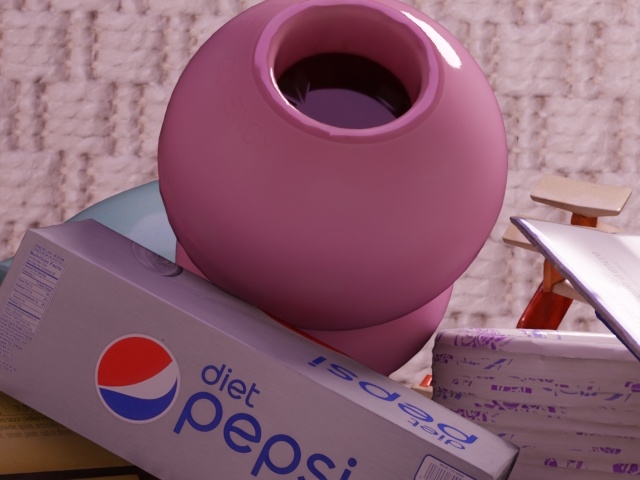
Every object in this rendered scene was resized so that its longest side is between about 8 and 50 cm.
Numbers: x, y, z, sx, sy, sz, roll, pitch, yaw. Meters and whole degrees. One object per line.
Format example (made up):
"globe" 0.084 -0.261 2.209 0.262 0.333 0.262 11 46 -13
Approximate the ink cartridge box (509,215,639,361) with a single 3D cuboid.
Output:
"ink cartridge box" 0.272 0.102 0.919 0.307 0.072 0.303 2 33 -33

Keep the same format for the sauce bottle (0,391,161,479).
"sauce bottle" -0.154 0.138 1.125 0.111 0.111 0.344 2 -3 38

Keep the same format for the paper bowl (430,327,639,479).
"paper bowl" 0.208 0.133 1.190 0.284 0.148 0.284 2 -2 0

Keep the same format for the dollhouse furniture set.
"dollhouse furniture set" 0.200 0.101 1.859 0.135 0.262 0.259 13 40 23

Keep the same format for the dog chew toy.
"dog chew toy" 0.000 0.000 1.202 0.207 0.206 0.332 3 -36 -4

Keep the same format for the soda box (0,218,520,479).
"soda box" -0.041 0.091 1.051 0.286 0.091 0.098 27 10 12

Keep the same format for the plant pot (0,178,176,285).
"plant pot" -0.145 0.082 1.593 0.255 0.271 0.272 -15 10 -37
